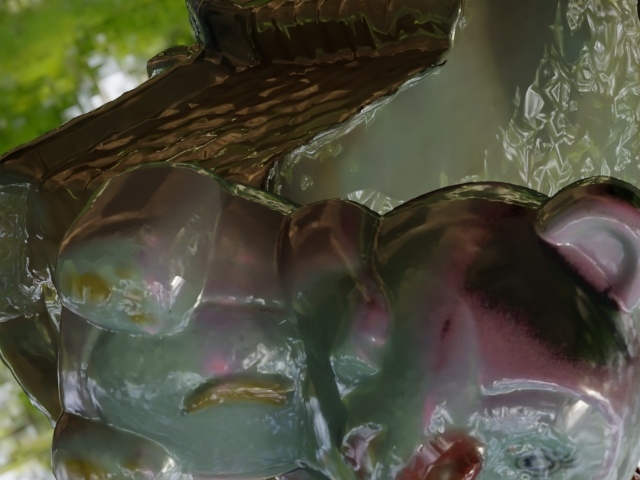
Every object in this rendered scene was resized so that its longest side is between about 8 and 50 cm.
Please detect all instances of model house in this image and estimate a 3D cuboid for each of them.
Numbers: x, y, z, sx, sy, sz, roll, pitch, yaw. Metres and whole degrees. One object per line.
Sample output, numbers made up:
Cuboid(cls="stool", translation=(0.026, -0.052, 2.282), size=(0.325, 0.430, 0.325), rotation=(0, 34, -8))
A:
Cuboid(cls="model house", translation=(0.000, 0.000, 1.433), size=(0.400, 0.395, 0.445), rotation=(6, -149, 42))

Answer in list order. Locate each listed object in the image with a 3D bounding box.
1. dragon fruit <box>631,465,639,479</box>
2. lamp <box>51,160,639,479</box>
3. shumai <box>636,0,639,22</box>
Cuboid(cls="dragon fruit", translation=(0.268, 0.272, 1.949), size=(0.121, 0.130, 0.142), rotation=(-31, -140, 55))
Cuboid(cls="lamp", translation=(0.027, 0.055, 1.048), size=(0.301, 0.247, 0.247), rotation=(9, -156, 9))
Cuboid(cls="shumai", translation=(0.290, -0.169, 1.182), size=(0.314, 0.262, 0.267), rotation=(-49, -130, 6))
